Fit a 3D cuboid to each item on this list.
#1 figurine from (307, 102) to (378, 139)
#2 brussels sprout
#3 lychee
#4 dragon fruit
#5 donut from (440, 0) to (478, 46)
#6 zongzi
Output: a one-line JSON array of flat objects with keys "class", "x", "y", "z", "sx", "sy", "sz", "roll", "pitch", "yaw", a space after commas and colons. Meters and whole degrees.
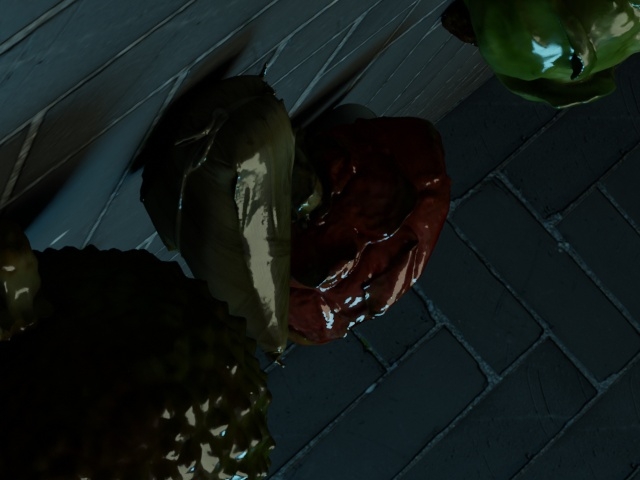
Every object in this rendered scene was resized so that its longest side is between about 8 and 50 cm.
[{"class": "figurine", "x": -0.045, "y": -0.058, "z": 2.182, "sx": 0.141, "sy": 0.166, "sz": 0.250, "roll": 12, "pitch": 108, "yaw": -41}, {"class": "brussels sprout", "x": 0.261, "y": -0.259, "z": 1.771, "sx": 0.259, "sy": 0.227, "sz": 0.294, "roll": -27, "pitch": -172, "yaw": 13}, {"class": "lychee", "x": -0.173, "y": 0.125, "z": 1.295, "sx": 0.270, "sy": 0.320, "sz": 0.270, "roll": -38, "pitch": -161, "yaw": 15}, {"class": "dragon fruit", "x": 0.000, "y": 0.000, "z": 2.034, "sx": 0.205, "sy": 0.152, "sz": 0.317, "roll": 24, "pitch": 116, "yaw": -39}, {"class": "donut", "x": 0.247, "y": -0.274, "z": 2.171, "sx": 0.112, "sy": 0.151, "sz": 0.295, "roll": -29, "pitch": 173, "yaw": -25}, {"class": "zongzi", "x": -0.055, "y": -0.013, "z": 1.430, "sx": 0.099, "sy": 0.197, "sz": 0.194, "roll": -24, "pitch": 166, "yaw": -24}]
